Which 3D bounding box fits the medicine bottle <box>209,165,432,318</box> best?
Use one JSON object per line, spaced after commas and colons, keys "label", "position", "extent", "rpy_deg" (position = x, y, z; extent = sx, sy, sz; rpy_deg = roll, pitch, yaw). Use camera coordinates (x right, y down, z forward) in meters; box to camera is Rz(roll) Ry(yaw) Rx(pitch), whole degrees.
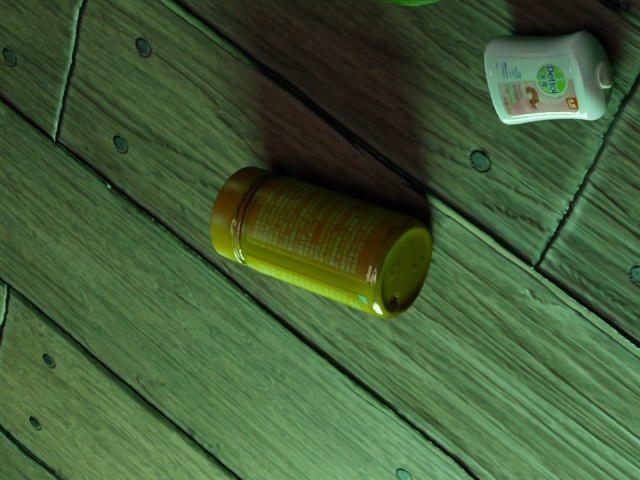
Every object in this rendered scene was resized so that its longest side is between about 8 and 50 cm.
{"label": "medicine bottle", "position": [0.000, 0.000, 1.333], "extent": [0.192, 0.096, 0.096], "rpy_deg": [19, 128, 32]}

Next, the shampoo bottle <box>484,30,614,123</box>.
{"label": "shampoo bottle", "position": [0.181, -0.126, 1.125], "extent": [0.099, 0.043, 0.072], "rpy_deg": [3, 119, 41]}

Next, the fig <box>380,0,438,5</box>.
{"label": "fig", "position": [0.022, -0.253, 1.041], "extent": [0.203, 0.235, 0.203], "rpy_deg": [22, 126, 33]}
